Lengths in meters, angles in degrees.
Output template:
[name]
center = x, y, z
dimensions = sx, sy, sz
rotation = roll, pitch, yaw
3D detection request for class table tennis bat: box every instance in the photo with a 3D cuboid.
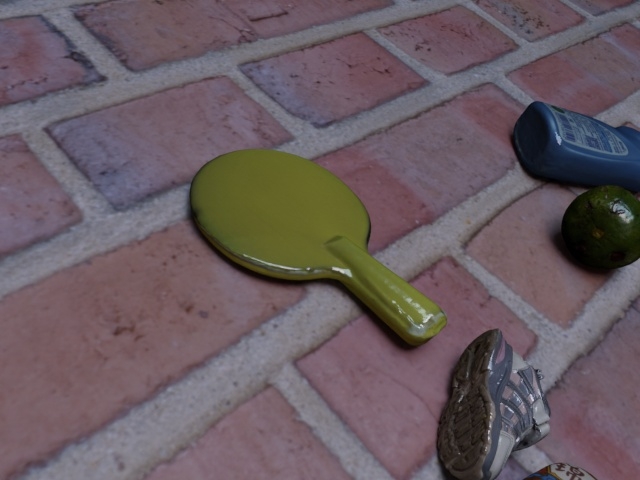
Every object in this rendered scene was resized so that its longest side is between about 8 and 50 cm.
[table tennis bat]
center = 0.000, 0.000, 0.837
dimensions = 0.369, 0.054, 0.224
rotation = 38, 45, 20

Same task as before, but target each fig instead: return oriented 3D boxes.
[fig]
center = 0.424, -0.023, 0.987
dimensions = 0.123, 0.123, 0.156
rotation = 45, 36, 20

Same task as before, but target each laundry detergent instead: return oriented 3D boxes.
[laundry detergent]
center = 0.476, -0.145, 1.144
dimensions = 0.290, 0.094, 0.143
rotation = 12, 39, -17

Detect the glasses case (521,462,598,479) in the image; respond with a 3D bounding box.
[glasses case]
center = 0.158, 0.300, 0.596
dimensions = 0.321, 0.082, 0.122
rotation = -14, 54, -33

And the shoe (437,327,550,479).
[shoe]
center = 0.190, 0.186, 0.722
dimensions = 0.092, 0.089, 0.180
rotation = 31, 46, -10
